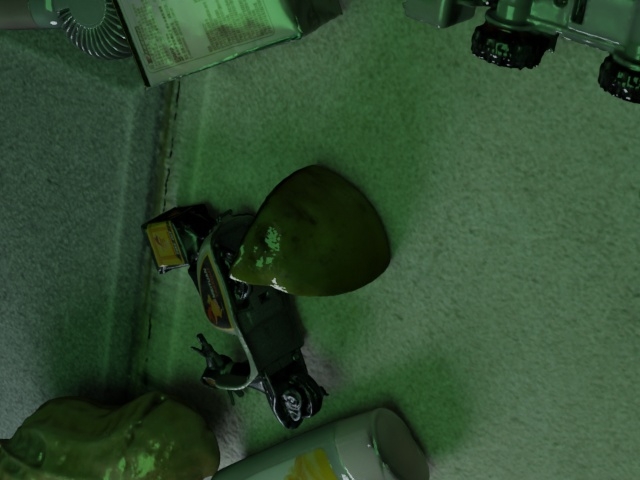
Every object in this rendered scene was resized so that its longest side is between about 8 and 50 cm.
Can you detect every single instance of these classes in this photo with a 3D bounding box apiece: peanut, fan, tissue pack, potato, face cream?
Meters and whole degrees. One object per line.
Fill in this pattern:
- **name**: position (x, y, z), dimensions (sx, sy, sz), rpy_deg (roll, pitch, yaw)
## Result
- **peanut**: position (-0.258, 0.273, 1.709), dimensions (0.340, 0.158, 0.174), rpy_deg (-3, 74, 29)
- **fan**: position (-0.261, -0.256, 1.497), dimensions (0.244, 0.074, 0.130), rpy_deg (6, 111, 36)
- **tissue pack**: position (-0.112, -0.282, 1.339), dimensions (0.185, 0.124, 0.225), rpy_deg (-13, 105, 28)
- **potato**: position (0.000, 0.000, 1.410), dimensions (0.120, 0.149, 0.081), rpy_deg (30, 132, 13)
- **face cream**: position (-0.007, 0.264, 1.595), dimensions (0.269, 0.073, 0.107), rpy_deg (-24, 107, 37)

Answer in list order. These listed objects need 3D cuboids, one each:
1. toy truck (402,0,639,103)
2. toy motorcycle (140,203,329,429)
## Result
- **toy truck**: position (0.214, -0.206, 1.192), dimensions (0.286, 0.111, 0.136), rpy_deg (22, 121, 23)
- **toy motorcycle**: position (-0.086, 0.087, 1.547), dimensions (0.157, 0.091, 0.263), rpy_deg (-7, 108, 43)
